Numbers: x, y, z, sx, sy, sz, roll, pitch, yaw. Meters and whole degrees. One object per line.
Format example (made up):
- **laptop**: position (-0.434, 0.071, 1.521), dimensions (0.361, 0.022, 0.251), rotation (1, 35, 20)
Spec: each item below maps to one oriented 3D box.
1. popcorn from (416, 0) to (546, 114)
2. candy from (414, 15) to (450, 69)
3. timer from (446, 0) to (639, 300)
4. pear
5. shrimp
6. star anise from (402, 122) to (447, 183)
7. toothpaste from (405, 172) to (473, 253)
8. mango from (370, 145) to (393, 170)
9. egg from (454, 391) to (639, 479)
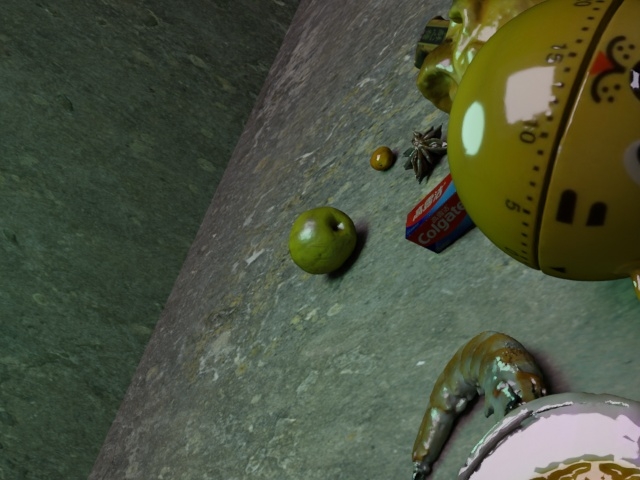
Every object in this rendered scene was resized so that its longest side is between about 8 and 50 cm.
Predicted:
- **popcorn**: position (0.305, -0.329, 1.447), dimensions (0.316, 0.281, 0.297), rotation (-31, 16, 31)
- **candy**: position (0.302, -0.425, 1.806), dimensions (0.143, 0.101, 0.271), rotation (-65, 25, 4)
- **timer**: position (0.355, -0.111, 0.968), dimensions (0.387, 0.376, 0.376), rotation (21, 78, 26)
- **pear**: position (0.000, 0.000, 1.857), dimensions (0.162, 0.149, 0.148), rotation (-37, 30, 47)
- **shrimp**: position (0.208, 0.219, 1.179), dimensions (0.287, 0.068, 0.185), rotation (-43, 24, 42)
- **star anise**: position (0.215, -0.194, 1.738), dimensions (0.124, 0.056, 0.129), rotation (-50, 37, 19)
- **toothpaste**: position (0.262, -0.093, 1.424), dimensions (0.320, 0.076, 0.066), rotation (-49, 25, 45)
- **mango**: position (0.141, -0.189, 1.937), dimensions (0.060, 0.046, 0.089), rotation (-54, 8, 11)
- **egg**: position (0.279, 0.293, 0.784), dimensions (0.286, 0.174, 0.264), rotation (15, 75, 44)
